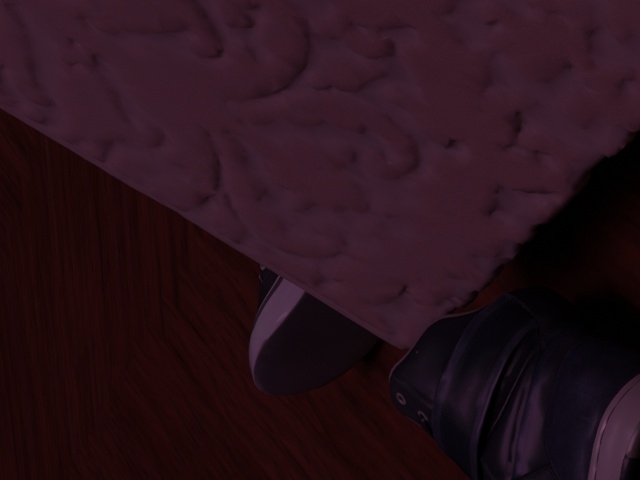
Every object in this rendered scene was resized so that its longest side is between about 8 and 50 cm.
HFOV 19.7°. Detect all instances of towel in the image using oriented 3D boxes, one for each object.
[{"bbox_3d":[-0.023,-0.107,0.762,0.053,0.317,0.332,-62,7,-33],"label":"towel"}]

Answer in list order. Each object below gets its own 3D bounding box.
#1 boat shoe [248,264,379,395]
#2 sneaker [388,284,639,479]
[{"bbox_3d":[0.000,0.000,1.064,0.228,0.080,0.076,105,153,-49],"label":"boat shoe"},{"bbox_3d":[0.099,0.131,0.835,0.163,0.086,0.226,33,123,48],"label":"sneaker"}]
